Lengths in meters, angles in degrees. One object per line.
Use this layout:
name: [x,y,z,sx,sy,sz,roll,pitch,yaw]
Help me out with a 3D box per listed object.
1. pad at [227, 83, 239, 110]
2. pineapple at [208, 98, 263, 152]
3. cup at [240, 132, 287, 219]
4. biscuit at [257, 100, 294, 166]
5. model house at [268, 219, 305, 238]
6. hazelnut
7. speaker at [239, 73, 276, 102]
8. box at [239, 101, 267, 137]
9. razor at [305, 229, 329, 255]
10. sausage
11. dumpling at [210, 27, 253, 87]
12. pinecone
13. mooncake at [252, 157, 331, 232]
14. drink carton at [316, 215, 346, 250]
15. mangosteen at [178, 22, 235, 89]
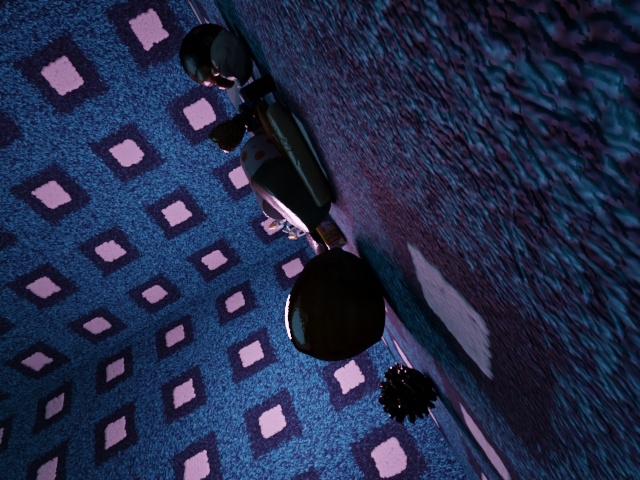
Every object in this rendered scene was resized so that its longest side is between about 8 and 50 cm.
pad: [-0.319,-0.605,1.525,0.156,0.004,0.232,57,149,37]
pineapple: [-0.308,-0.448,1.599,0.125,0.251,0.125,46,179,1]
cup: [-0.179,-0.262,1.605,0.317,0.212,0.212,59,178,35]
biscuit: [-0.133,-0.329,1.313,0.262,0.052,0.277,58,-176,24]
model house: [-0.182,-0.125,2.541,0.253,0.291,0.184,61,-177,-21]
hazelnut: [0.052,0.215,1.383,0.365,0.366,0.366,60,178,4]
speaker: [-0.182,-0.424,1.175,0.044,0.082,0.218,60,177,-22]
box: [-0.230,-0.438,1.806,0.200,0.106,0.299,58,176,35]
razor: [-0.004,0.002,2.157,0.189,0.107,0.327,58,177,21]
sausage: [-0.055,-0.234,1.142,0.301,0.066,0.066,58,178,-17]
dumpling: [-0.250,-0.518,1.204,0.136,0.118,0.199,41,-139,-50]
pinecone: [0.310,0.561,1.518,0.221,0.222,0.221,60,178,4]
mooncake: [-0.090,-0.146,1.314,0.275,0.135,0.275,37,175,4]
drink carton: [0.034,-0.030,1.659,0.165,0.071,0.056,59,175,46]
mangosteen: [-0.352,-0.591,1.358,0.209,0.210,0.210,60,178,4]
